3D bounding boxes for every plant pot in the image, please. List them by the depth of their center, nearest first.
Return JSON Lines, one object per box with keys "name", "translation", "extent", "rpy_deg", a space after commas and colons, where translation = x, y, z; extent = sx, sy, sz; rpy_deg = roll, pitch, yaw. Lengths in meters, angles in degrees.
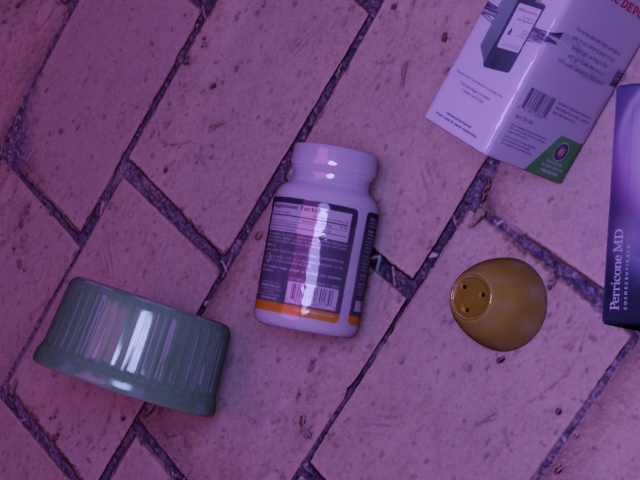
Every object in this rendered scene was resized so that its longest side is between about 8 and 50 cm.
{"name": "plant pot", "translation": [0.233, 0.085, 1.814], "extent": [0.134, 0.095, 0.134], "rpy_deg": [-7, 78, 38]}

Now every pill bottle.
{"name": "pill bottle", "translation": [0.000, 0.000, 1.971], "extent": [0.162, 0.162, 0.278], "rpy_deg": [8, 86, 39]}

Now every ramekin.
{"name": "ramekin", "translation": [-0.292, 0.166, 2.091], "extent": [0.303, 0.303, 0.148], "rpy_deg": [14, 84, 39]}

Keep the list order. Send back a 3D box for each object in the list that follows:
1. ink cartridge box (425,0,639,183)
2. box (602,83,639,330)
{"name": "ink cartridge box", "translation": [0.302, -0.243, 1.746], "extent": [0.121, 0.211, 0.289], "rpy_deg": [37, 104, 38]}
{"name": "box", "translation": [0.500, -0.034, 1.508], "extent": [0.294, 0.183, 0.296], "rpy_deg": [-2, 79, 44]}
